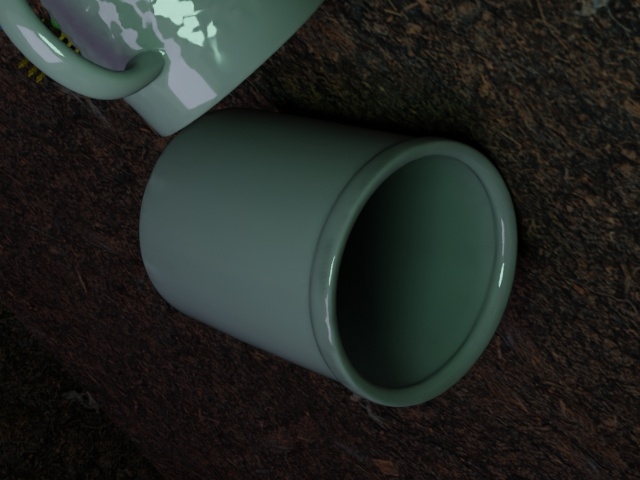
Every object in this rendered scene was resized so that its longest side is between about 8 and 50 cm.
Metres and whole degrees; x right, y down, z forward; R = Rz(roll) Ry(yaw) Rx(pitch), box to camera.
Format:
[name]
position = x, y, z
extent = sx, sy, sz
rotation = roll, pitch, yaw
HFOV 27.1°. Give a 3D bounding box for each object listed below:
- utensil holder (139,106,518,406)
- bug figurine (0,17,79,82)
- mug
[utensil holder]
position = 0.000, 0.000, 1.697
extent = 0.385, 0.327, 0.327
rotation = 18, 147, 45
[bug figurine]
position = -0.447, -0.348, 2.032
extent = 0.216, 0.072, 0.279
rotation = 43, 151, -21
[mug]
position = -0.206, -0.296, 1.425
extent = 0.328, 0.374, 0.276
rotation = 47, 134, -14
